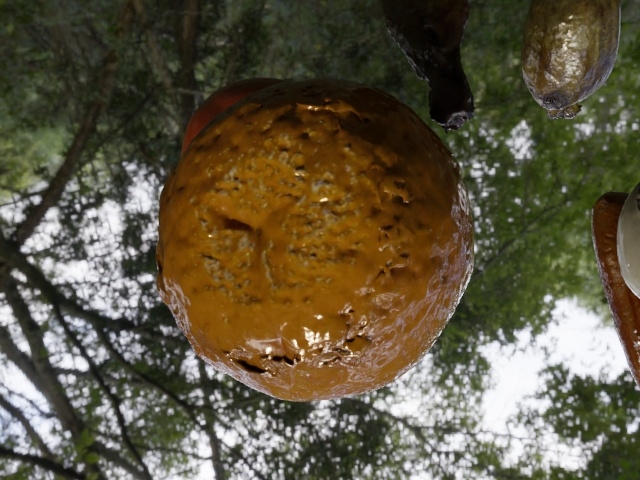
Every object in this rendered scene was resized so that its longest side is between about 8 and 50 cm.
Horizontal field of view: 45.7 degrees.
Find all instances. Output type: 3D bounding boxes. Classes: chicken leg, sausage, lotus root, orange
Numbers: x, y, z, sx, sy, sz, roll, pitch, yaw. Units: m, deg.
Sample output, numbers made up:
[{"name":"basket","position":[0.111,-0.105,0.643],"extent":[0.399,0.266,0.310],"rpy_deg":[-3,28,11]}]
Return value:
[{"name":"chicken leg","position":[0.138,-0.287,0.836],"extent":[0.083,0.322,0.177],"rpy_deg":[1,-162,-29]},{"name":"sausage","position":[0.457,0.075,1.105],"extent":[0.076,0.302,0.103],"rpy_deg":[-15,177,30]},{"name":"lotus root","position":[0.382,-0.292,1.163],"extent":[0.145,0.260,0.128],"rpy_deg":[-21,-134,-13]},{"name":"orange","position":[0.000,0.000,0.815],"extent":[0.341,0.340,0.293],"rpy_deg":[6,176,26]}]

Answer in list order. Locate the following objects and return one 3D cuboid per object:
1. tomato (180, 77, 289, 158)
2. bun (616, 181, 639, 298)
[{"name":"tomato","position":[-0.086,-0.112,1.133],"extent":[0.256,0.255,0.224],"rpy_deg":[-13,-176,-14]},{"name":"bun","position":[0.329,0.014,0.624],"extent":[0.173,0.119,0.172],"rpy_deg":[-4,-130,5]}]
